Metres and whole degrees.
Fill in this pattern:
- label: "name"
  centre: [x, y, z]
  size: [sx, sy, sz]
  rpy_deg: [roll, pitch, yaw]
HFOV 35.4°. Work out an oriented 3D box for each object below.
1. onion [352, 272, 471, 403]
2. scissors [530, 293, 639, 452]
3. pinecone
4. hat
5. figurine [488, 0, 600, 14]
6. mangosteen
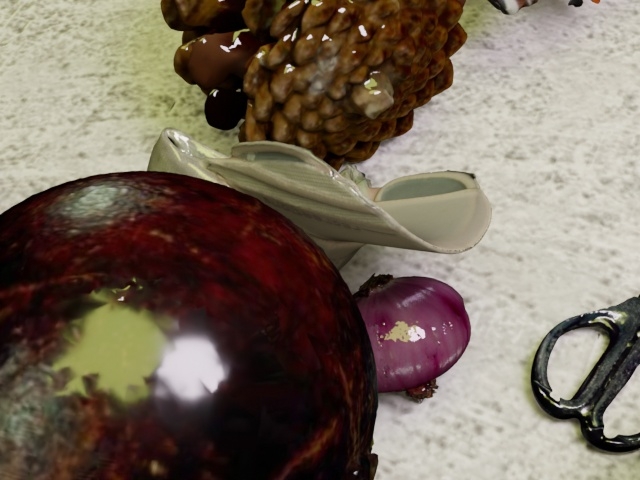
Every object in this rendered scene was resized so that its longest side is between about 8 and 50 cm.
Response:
- label: "onion"
  centre: [0.056, 0.074, 0.739]
  size: [0.115, 0.104, 0.115]
  rpy_deg: [-22, 19, 8]
- label: "scissors"
  centre: [0.276, 0.040, 0.790]
  size: [0.109, 0.022, 0.300]
  rpy_deg: [34, 62, 20]
- label: "pinecone"
  centre: [-0.019, -0.198, 0.845]
  size: [0.264, 0.264, 0.264]
  rpy_deg: [-2, 54, 2]
- label: "hat"
  centre: [0.000, 0.000, 0.726]
  size: [0.219, 0.164, 0.226]
  rpy_deg: [4, 24, -45]
- label: "figurine"
  centre: [0.172, -0.367, 0.977]
  size: [0.320, 0.196, 0.323]
  rpy_deg: [-26, 53, -28]
- label: "mangosteen"
  centre: [-0.119, 0.106, 0.583]
  size: [0.329, 0.330, 0.330]
  rpy_deg: [-2, 54, 2]
